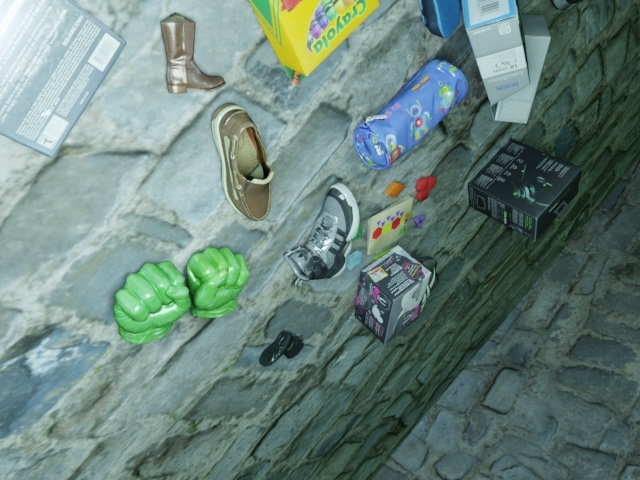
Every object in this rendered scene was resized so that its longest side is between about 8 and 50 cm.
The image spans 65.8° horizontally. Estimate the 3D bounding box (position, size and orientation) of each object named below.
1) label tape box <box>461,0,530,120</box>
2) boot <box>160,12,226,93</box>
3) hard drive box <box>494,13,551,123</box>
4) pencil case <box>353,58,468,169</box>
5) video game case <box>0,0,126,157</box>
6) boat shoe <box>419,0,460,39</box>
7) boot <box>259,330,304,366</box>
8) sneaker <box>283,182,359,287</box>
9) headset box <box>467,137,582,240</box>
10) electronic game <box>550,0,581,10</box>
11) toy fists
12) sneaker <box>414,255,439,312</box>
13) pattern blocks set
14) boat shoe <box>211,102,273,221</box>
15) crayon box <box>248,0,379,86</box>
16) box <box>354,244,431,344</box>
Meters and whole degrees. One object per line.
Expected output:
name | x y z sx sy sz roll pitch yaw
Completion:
label tape box | 0.409 -0.473 1.135 0.333 0.105 0.241 36 50 -55
boot | -0.195 -0.293 0.772 0.106 0.037 0.114 -23 130 -38
hard drive box | 0.539 -0.466 1.339 0.181 0.089 0.232 -69 164 -48
pencil case | 0.206 -0.297 1.148 0.306 0.119 0.133 -43 135 -14
video game case | -0.399 -0.241 0.591 0.196 0.026 0.274 -56 143 3
boat shoe | 0.218 -0.524 1.005 0.109 0.089 0.258 -41 146 -14
boot | -0.103 0.304 1.359 0.121 0.045 0.099 -51 147 -6
sneaker | 0.000 0.000 1.171 0.153 0.101 0.269 -25 138 -38
headset box | 0.683 -0.171 1.650 0.246 0.283 0.131 -45 143 -13
electronic game | 0.729 -0.777 1.402 0.229 0.048 0.230 -21 131 -27
toy fists | -0.262 0.099 0.965 0.279 0.096 0.142 -16 129 -39
sneaker | 0.340 0.164 1.694 0.135 0.097 0.276 -25 134 -31
pattern blocks set | 0.198 -0.046 1.422 0.324 0.026 0.286 -19 132 -39
boat shoe | -0.133 -0.123 0.926 0.095 0.095 0.258 -38 142 -21
crayon box | -0.017 -0.429 0.820 0.202 0.081 0.319 -48 144 -9
box | 0.215 0.167 1.489 0.163 0.142 0.247 -32 147 -25
